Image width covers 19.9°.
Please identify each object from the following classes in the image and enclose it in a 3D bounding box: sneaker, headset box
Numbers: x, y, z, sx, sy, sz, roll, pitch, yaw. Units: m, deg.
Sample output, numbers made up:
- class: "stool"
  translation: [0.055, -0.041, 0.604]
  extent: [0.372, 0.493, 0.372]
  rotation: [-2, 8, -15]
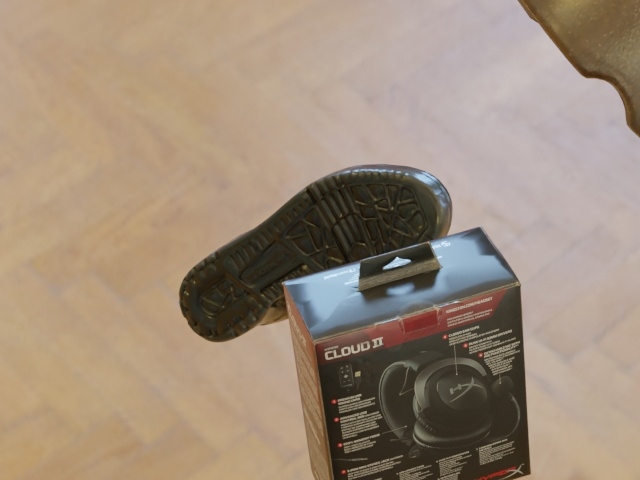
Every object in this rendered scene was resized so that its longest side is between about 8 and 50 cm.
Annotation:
- class: "sneaker"
  translation: [0.001, 0.002, 0.805]
  extent: [0.089, 0.170, 0.051]
  rotation: [-24, 89, -56]
- class: "headset box"
  translation: [0.026, 0.037, 0.526]
  extent: [0.062, 0.083, 0.032]
  rotation: [-16, 36, -10]

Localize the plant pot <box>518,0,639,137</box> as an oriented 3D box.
- class: "plant pot"
  translation: [0.150, -0.107, 0.561]
  extent: [0.167, 0.165, 0.167]
  rotation: [41, 20, -18]
